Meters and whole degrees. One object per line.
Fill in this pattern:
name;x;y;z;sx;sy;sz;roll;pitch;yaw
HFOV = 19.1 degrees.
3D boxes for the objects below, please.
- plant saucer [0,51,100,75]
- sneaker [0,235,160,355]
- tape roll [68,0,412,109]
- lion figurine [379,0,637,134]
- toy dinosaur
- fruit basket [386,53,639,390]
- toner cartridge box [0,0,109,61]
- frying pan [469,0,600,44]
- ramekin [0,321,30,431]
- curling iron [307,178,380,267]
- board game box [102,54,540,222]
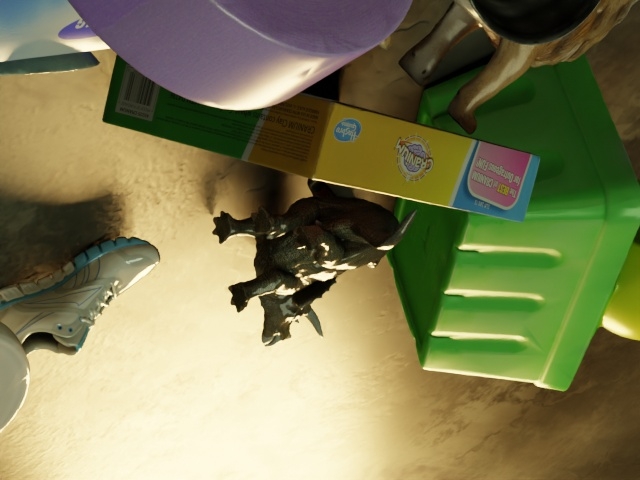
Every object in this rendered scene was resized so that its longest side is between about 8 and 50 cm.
plant saucer;-0.259;-0.147;1.393;0.195;0.195;0.037;-7;103;-40
sneaker;-0.231;0.066;1.819;0.190;0.083;0.071;-28;151;-12
tape roll;-0.062;-0.226;1.222;0.090;0.275;0.274;-27;161;39
lion figurine;0.138;-0.249;1.638;0.240;0.142;0.392;-46;147;6
toy dinosaur;0.000;0.000;1.895;0.160;0.121;0.313;-9;159;-43
fruit basket;0.282;-0.014;2.000;0.392;0.283;0.392;-12;147;-8
toner cartridge box;-0.207;-0.199;1.258;0.347;0.075;0.165;-15;150;-49
frying pan;0.183;-0.322;1.545;0.197;0.053;0.326;0;102;-40
ramekin;-0.402;0.116;1.672;0.272;0.127;0.273;-25;152;-14
curling iron;0.035;-0.027;1.994;0.068;0.035;0.274;-31;152;-4
board game box;0.007;-0.088;1.656;0.316;0.242;0.064;9;96;-52
